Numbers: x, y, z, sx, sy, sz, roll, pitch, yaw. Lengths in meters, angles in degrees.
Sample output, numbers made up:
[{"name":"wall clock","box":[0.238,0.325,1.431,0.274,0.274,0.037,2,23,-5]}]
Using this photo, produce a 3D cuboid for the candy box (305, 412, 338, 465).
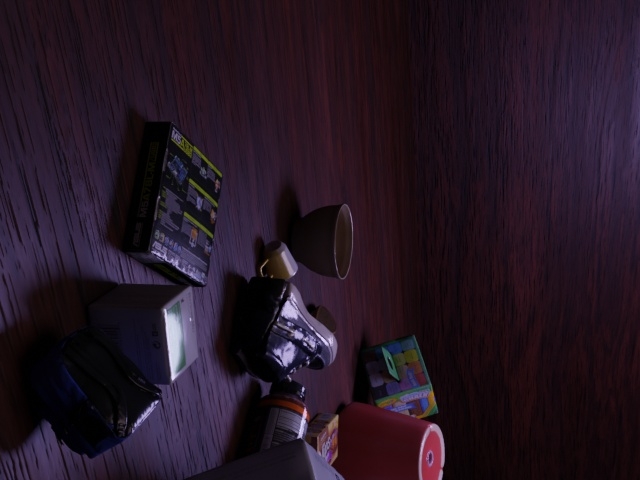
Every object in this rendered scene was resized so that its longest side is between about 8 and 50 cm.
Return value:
[{"name":"candy box","box":[-0.005,0.483,1.889,0.186,0.053,0.109,-14,105,-75]}]

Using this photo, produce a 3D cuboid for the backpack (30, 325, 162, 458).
[{"name":"backpack","box":[-0.253,0.162,0.863,0.120,0.101,0.098,55,20,-8]}]

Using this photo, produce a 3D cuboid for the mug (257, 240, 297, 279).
[{"name":"mug","box":[-0.083,0.040,1.539,0.078,0.062,0.064,-78,155,-53]}]

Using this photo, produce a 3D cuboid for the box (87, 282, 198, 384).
[{"name":"box","box":[-0.214,0.113,0.984,0.087,0.101,0.101,-49,137,-69]}]

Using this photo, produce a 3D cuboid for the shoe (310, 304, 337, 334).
[{"name":"shoe","box":[-0.014,0.206,1.832,0.077,0.058,0.219,58,16,-5]}]

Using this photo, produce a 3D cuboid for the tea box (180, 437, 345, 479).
[{"name":"tea box","box":[-0.045,0.524,1.242,0.329,0.219,0.324,63,9,-61]}]

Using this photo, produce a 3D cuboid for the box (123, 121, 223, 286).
[{"name":"box","box":[-0.200,-0.045,1.128,0.191,0.045,0.184,48,44,-67]}]

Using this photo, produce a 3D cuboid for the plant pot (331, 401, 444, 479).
[{"name":"plant pot","box":[0.185,0.574,2.141,0.275,0.243,0.275,6,83,-62]}]

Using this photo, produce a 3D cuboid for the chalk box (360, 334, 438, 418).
[{"name":"chalk box","box":[0.233,0.412,2.419,0.289,0.179,0.180,70,3,-55]}]

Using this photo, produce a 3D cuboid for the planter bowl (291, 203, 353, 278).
[{"name":"planter bowl","box":[0.000,0.000,1.736,0.162,0.109,0.162,3,90,-75]}]

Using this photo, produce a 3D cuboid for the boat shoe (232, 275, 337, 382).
[{"name":"boat shoe","box":[-0.071,0.210,1.524,0.340,0.127,0.158,57,44,-52]}]

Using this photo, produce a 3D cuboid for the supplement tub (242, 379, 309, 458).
[{"name":"supplement tub","box":[-0.080,0.361,1.502,0.106,0.106,0.198,74,23,-48]}]
